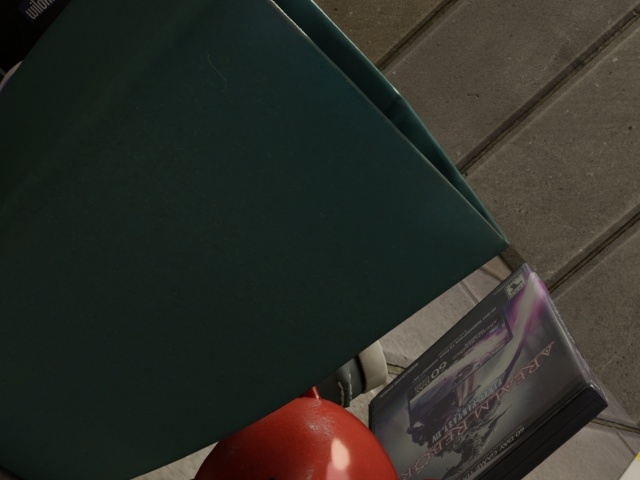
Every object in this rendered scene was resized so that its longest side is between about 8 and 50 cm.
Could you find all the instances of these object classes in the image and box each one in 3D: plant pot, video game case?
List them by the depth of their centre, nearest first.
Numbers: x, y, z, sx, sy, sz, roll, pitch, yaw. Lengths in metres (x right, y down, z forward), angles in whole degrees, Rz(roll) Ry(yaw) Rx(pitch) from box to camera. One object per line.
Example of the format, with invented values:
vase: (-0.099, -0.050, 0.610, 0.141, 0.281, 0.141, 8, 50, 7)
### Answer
plant pot: (-0.077, -0.009, 0.457, 0.166, 0.234, 0.165, 42, 13, -30)
video game case: (0.115, 0.127, 0.793, 0.026, 0.196, 0.274, 44, 13, -8)

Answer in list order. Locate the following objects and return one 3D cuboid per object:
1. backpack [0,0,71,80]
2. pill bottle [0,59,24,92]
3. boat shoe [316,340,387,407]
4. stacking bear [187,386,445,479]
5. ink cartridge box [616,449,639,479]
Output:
backpack: (-0.217, -0.257, 0.769, 0.253, 0.225, 0.191, 42, 12, -36)
pill bottle: (-0.165, -0.058, 0.676, 0.078, 0.078, 0.137, 35, 19, -48)
boat shoe: (-0.068, -0.017, 0.696, 0.319, 0.099, 0.116, 61, -14, -6)
stacking bear: (0.056, 0.194, 0.508, 0.289, 0.175, 0.164, 41, 14, 2)
ink cartridge box: (0.265, 0.268, 0.727, 0.168, 0.171, 0.233, 26, 16, 23)
